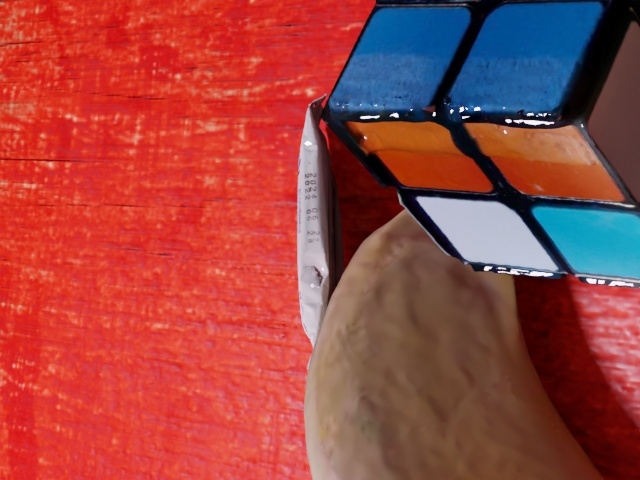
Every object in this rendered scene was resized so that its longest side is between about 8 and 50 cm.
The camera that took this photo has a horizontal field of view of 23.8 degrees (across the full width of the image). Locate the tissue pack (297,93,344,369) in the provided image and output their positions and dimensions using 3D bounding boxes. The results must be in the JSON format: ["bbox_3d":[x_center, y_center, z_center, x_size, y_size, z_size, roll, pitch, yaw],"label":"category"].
[{"bbox_3d":[0.000,0.000,1.079,0.026,0.122,0.193,-2,81,7],"label":"tissue pack"}]

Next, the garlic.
[{"bbox_3d":[0.087,0.100,0.994,0.196,0.151,0.338,-21,61,9],"label":"garlic"}]

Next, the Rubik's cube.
[{"bbox_3d":[0.138,-0.088,0.885,0.183,0.180,0.167,7,62,44],"label":"Rubik's cube"}]
